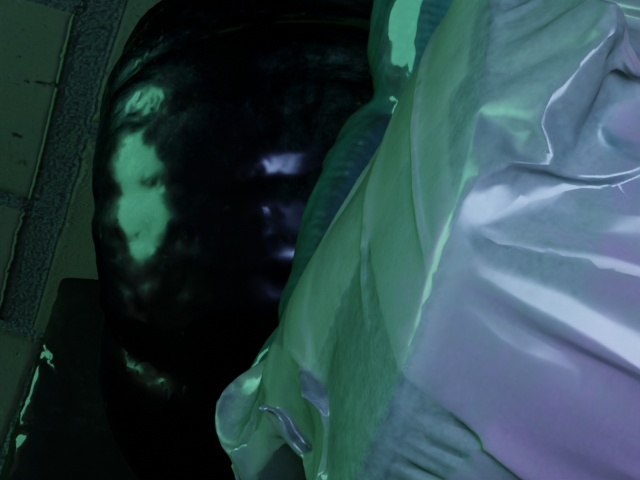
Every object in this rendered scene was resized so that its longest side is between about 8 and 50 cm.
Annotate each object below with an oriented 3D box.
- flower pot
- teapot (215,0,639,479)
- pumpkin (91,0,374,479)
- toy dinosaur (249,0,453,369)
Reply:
[{"bbox_3d":[-0.125,0.179,1.443,0.379,0.251,0.379,-162,90,-82],"label":"flower pot"},{"bbox_3d":[0.079,0.021,0.398,0.221,0.178,0.163,144,144,-81],"label":"teapot"},{"bbox_3d":[0.000,0.000,0.939,0.315,0.238,0.315,175,90,-85],"label":"pumpkin"},{"bbox_3d":[0.068,-0.084,0.616,0.331,0.129,0.383,-44,-29,-81],"label":"toy dinosaur"}]
